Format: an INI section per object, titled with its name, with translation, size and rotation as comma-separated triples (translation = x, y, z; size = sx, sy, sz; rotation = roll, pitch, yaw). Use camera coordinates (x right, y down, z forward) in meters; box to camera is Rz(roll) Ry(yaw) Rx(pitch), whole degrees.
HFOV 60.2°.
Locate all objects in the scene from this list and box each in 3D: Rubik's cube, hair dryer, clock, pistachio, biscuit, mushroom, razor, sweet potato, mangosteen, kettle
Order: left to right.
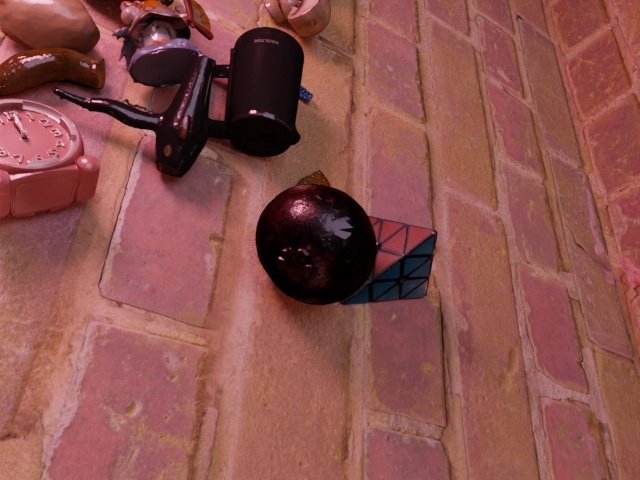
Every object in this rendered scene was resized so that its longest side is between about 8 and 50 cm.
[clock]
translation = -0.600, -0.175, 1.112
size = 0.227, 0.142, 0.241
rotation = -20, 68, -42
[sweet potato]
translation = -0.617, -0.376, 1.240
size = 0.286, 0.085, 0.112
rotation = -29, 93, -42
[pistachio]
translation = -0.631, -0.512, 1.286
size = 0.223, 0.126, 0.152
rotation = 12, 94, -29
[hair dryer]
translation = -0.426, -0.327, 1.276
size = 0.360, 0.120, 0.303
rotation = 14, 94, -21
[kettle]
translation = -0.179, -0.409, 1.500
size = 0.262, 0.203, 0.307
rotation = 20, 57, -28
[razor]
translation = -0.128, -0.515, 1.701
size = 0.253, 0.042, 0.082
rotation = 37, 48, -13
[mushroom]
translation = -0.065, -0.775, 1.825
size = 0.189, 0.195, 0.253
rotation = 37, 32, -58
[biscuit]
translation = -0.029, -0.113, 1.547
size = 0.126, 0.025, 0.206
rotation = 49, 48, -1
[mangosteen]
translation = -0.001, 0.003, 1.328
size = 0.293, 0.297, 0.297
rotation = -29, 83, -40
[Rubik's cube]
translation = 0.192, 0.059, 1.524
size = 0.229, 0.228, 0.233
rotation = 8, 8, 10

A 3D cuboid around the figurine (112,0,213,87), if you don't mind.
[figurine]
translation = -0.443, -0.595, 1.416
size = 0.277, 0.248, 0.387
rotation = -12, 81, -42
